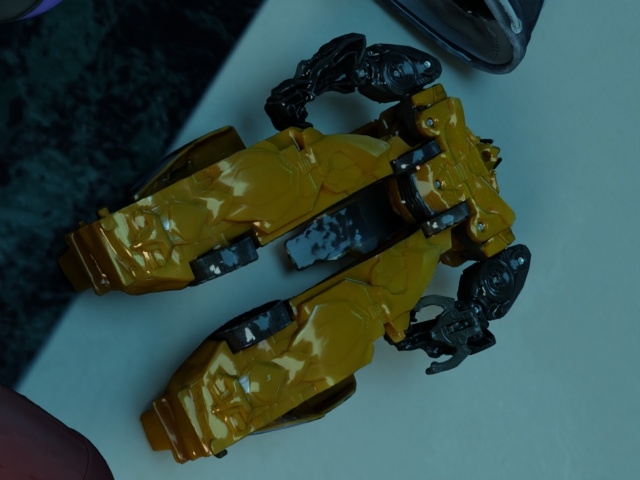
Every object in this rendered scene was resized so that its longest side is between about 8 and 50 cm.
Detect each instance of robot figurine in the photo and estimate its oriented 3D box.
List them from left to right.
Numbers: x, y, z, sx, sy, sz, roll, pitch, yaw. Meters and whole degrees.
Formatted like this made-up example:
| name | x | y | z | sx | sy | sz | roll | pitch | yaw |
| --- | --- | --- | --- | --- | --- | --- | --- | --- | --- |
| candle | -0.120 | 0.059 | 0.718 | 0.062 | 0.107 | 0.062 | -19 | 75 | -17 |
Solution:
| name | x | y | z | sx | sy | sz | roll | pitch | yaw |
| --- | --- | --- | --- | --- | --- | --- | --- | --- | --- |
| robot figurine | 0.000 | 0.000 | 0.901 | 0.291 | 0.085 | 0.211 | -28 | 95 | -39 |

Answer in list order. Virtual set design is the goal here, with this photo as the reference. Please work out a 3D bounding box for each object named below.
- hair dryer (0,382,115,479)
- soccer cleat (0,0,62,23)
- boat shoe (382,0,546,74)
| name | x | y | z | sx | sy | sz | roll | pitch | yaw |
| --- | --- | --- | --- | --- | --- | --- | --- | --- | --- |
| hair dryer | -0.180 | 0.160 | 0.659 | 0.223 | 0.080 | 0.293 | -20 | 112 | -41 |
| soccer cleat | -0.161 | -0.207 | 0.750 | 0.116 | 0.108 | 0.318 | 23 | 25 | -47 |
| boat shoe | 0.033 | -0.216 | 0.984 | 0.301 | 0.108 | 0.102 | 38 | 55 | -31 |
